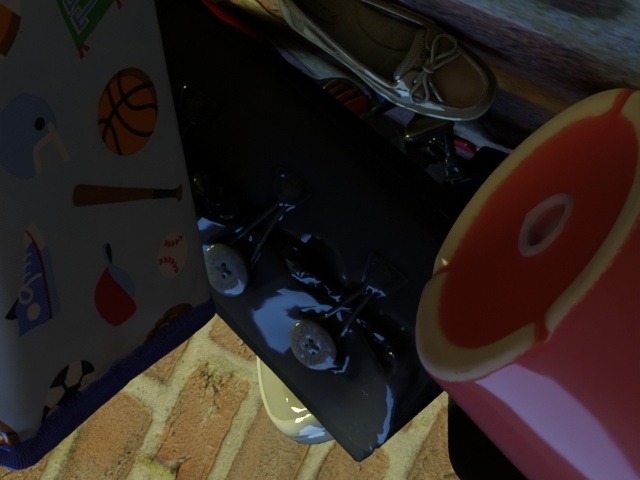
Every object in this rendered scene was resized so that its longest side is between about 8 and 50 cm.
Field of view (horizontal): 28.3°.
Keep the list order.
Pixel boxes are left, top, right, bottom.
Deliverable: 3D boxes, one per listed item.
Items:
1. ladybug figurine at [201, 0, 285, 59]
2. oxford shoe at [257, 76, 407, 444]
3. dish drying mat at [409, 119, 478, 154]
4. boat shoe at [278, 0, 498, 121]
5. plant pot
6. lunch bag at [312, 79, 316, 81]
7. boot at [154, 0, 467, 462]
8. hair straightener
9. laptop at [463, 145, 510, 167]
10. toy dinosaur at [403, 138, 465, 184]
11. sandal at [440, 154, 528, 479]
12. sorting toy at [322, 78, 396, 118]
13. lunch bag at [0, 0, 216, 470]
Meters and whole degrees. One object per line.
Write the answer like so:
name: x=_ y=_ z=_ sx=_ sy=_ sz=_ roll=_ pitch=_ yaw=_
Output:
ladybug figurine: x=-0.181 y=-0.142 z=1.253 sx=0.162 sy=0.305 sz=0.449 roll=67 pitch=170 yaw=-13
oxford shoe: x=0.000 y=0.000 z=1.161 sx=0.130 sy=0.169 sz=0.449 roll=53 pitch=-155 yaw=-32
dish drying mat: x=0.136 y=-0.114 z=1.393 sx=0.083 sy=0.008 sz=0.032 roll=28 pitch=-179 yaw=38
boat shoe: x=0.041 y=-0.122 z=0.791 sx=0.153 sy=0.056 sz=0.048 roll=34 pitch=-174 yaw=1
plant pot: x=0.206 y=0.059 z=0.723 sx=0.243 sy=0.275 sz=0.275 roll=36 pitch=178 yaw=-17
lunch bag: x=-0.027 y=-0.107 z=1.642 sx=0.243 sy=0.115 sz=0.303 roll=58 pitch=169 yaw=-18
boot: x=-0.105 y=-0.005 z=0.964 sx=0.445 sy=0.146 sz=0.367 roll=39 pitch=137 yaw=1
hair straightener: x=0.088 y=-0.086 z=1.056 sx=0.047 sy=0.089 sz=0.230 roll=-17 pitch=180 yaw=2
laptop: x=0.203 y=0.068 z=1.195 sx=0.264 sy=0.234 sz=0.136 roll=45 pitch=162 yaw=-8
toy dinosaur: x=0.133 y=-0.082 z=1.674 sx=0.160 sy=0.121 sz=0.313 roll=48 pitch=177 yaw=-42
sandal: x=0.154 y=0.027 z=1.028 sx=0.107 sy=0.167 sz=0.446 roll=56 pitch=-164 yaw=-27
sorting toy: x=0.038 y=-0.131 z=1.100 sx=0.061 sy=0.102 sz=0.042 roll=-36 pitch=82 yaw=52
lunch bag: x=-0.297 y=-0.070 z=0.798 sx=0.385 sy=0.328 sz=0.239 roll=12 pitch=-149 yaw=32
